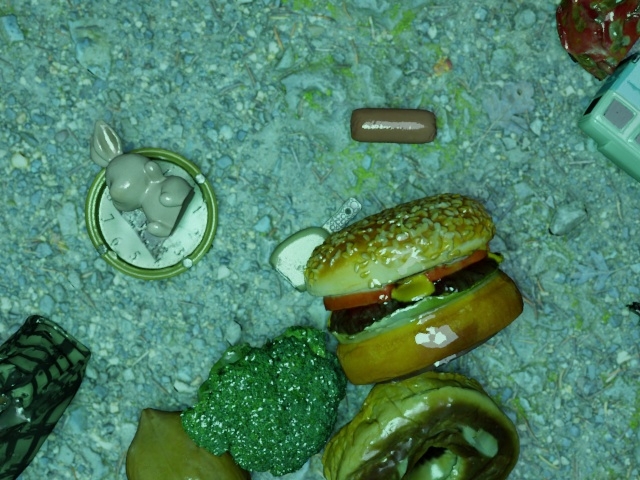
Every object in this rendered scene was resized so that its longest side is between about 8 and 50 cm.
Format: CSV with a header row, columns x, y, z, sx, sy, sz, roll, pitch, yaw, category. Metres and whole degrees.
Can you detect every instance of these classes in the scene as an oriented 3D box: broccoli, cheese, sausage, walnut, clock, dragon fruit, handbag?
x,y,z,sx,sy,sz,roll,pitch,yaw,category
-0.087,0.254,1.281,0.245,0.294,0.265,17,103,30,broccoli
0.000,0.000,1.376,0.097,0.037,0.192,44,92,-1,cheese
0.129,-0.202,1.360,0.154,0.062,0.062,2,91,1,sausage
-0.217,0.410,1.309,0.203,0.203,0.298,-28,87,1,walnut
-0.296,-0.047,1.370,0.236,0.057,0.237,0,93,-1,clock
0.501,-0.429,1.289,0.134,0.211,0.262,23,85,-7,dragon fruit
-0.537,0.308,1.244,0.162,0.327,0.325,35,92,-4,handbag

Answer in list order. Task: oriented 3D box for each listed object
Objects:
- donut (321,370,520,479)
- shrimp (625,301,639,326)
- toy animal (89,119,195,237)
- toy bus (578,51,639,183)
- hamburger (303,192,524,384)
x,y,z,sx,sy,sz,roll,pitch,yaw,category
0.159,0.350,1.288,0.329,0.160,0.330,-12,124,-18,donut
0.616,0.203,1.372,0.219,0.046,0.152,36,88,-1,shrimp
-0.318,-0.097,1.285,0.212,0.124,0.124,31,91,3,toy animal
0.589,-0.177,1.324,0.271,0.133,0.165,39,96,2,toy bus
0.144,0.066,1.242,0.329,0.330,0.250,-26,89,1,hamburger
